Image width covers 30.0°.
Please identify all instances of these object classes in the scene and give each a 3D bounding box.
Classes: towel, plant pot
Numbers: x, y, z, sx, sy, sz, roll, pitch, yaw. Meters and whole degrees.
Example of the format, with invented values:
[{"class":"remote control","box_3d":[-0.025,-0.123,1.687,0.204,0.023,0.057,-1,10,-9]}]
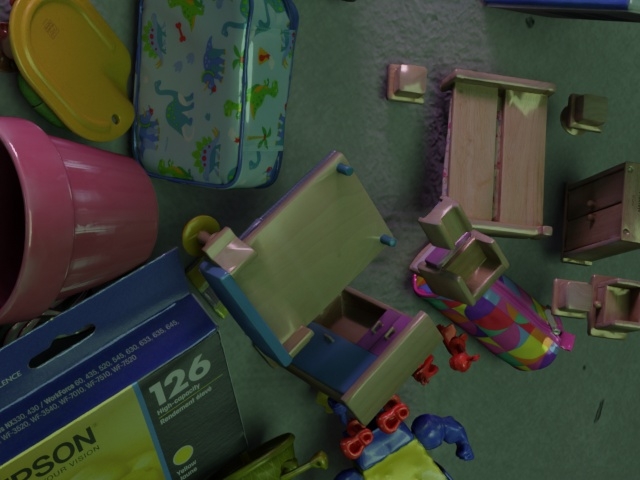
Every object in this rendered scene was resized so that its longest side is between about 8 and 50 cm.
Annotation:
[{"class":"towel","box_3d":[-0.117,0.045,1.400,0.060,0.009,0.083,-43,119,-18]},{"class":"plant pot","box_3d":[-0.271,-0.022,1.194,0.180,0.201,0.201,-4,103,-46]}]

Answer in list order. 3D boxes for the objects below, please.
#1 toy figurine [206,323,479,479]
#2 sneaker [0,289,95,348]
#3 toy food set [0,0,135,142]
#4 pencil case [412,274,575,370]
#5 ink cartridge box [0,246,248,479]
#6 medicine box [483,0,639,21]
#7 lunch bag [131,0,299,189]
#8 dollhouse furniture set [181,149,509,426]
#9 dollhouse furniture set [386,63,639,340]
[{"class":"toy figurine","box_3d":[0.069,0.288,1.423,0.363,0.191,0.217,-32,105,-10]},{"class":"sneaker","box_3d":[-0.321,0.079,1.258,0.178,0.072,0.077,-22,100,-35]},{"class":"toy food set","box_3d":[-0.280,-0.191,1.219,0.218,0.071,0.128,54,45,-32]},{"class":"pencil case","box_3d":[0.227,0.086,1.570,0.236,0.104,0.104,33,83,-32]},{"class":"ink cartridge box","box_3d":[-0.232,0.200,1.269,0.304,0.072,0.307,-32,141,-21]},{"class":"medicine box","box_3d":[0.350,-0.413,1.433,0.149,0.263,0.289,2,99,-33]},{"class":"lunch bag","box_3d":[-0.117,-0.167,1.257,0.090,0.176,0.218,-6,103,-53]},{"class":"dollhouse furniture set","box_3d":[0.000,0.000,1.332,0.286,0.198,0.303,-46,126,-15]},{"class":"dollhouse furniture set","box_3d":[0.228,-0.039,1.537,0.356,0.174,0.303,8,79,-13]}]
